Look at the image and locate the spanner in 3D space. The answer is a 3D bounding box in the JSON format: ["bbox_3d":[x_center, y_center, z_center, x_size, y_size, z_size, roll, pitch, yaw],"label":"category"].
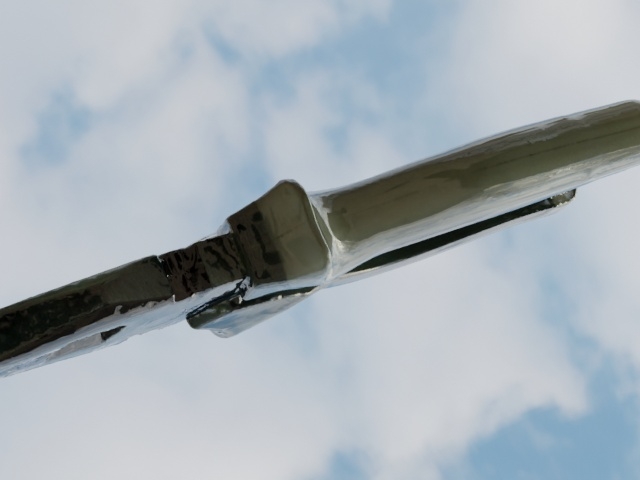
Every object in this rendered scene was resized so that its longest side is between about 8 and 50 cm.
[{"bbox_3d":[0.000,0.000,0.728,0.324,0.095,0.040,-17,-99,-37],"label":"spanner"}]
